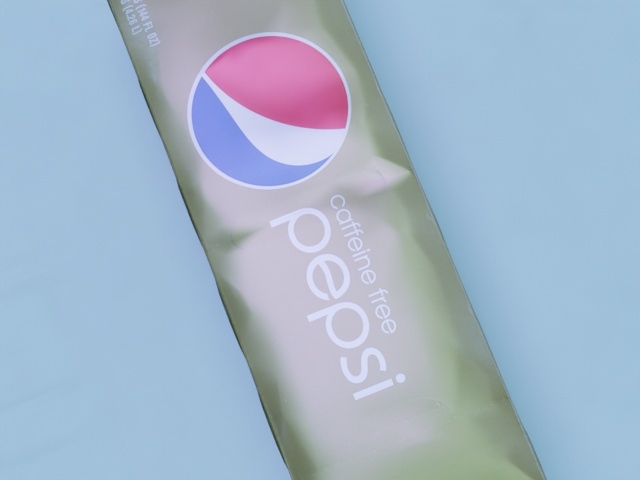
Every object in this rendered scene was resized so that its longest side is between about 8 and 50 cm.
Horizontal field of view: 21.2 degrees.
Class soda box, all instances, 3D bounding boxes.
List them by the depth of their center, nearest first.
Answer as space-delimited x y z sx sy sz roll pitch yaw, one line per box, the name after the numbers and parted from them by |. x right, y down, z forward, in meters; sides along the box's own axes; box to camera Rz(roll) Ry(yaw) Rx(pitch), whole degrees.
0.000 0.000 0.445 0.058 0.061 0.181 -22 75 -1 | soda box
